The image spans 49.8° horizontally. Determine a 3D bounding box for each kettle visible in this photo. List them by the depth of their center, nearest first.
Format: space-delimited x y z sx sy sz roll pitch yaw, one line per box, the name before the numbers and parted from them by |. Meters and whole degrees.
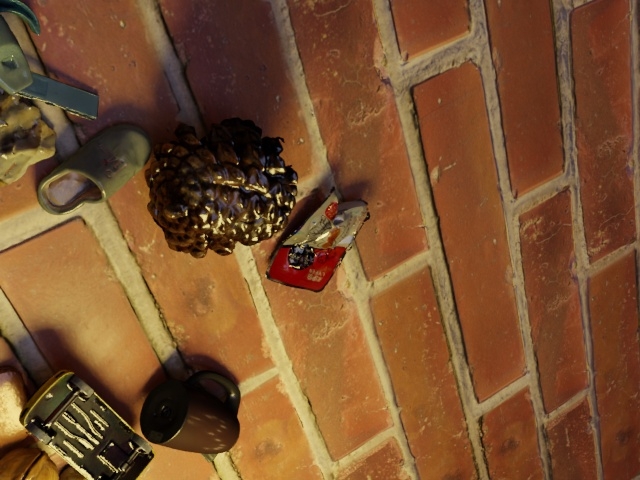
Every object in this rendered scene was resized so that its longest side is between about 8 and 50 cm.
kettle | -0.288 0.408 1.632 0.232 0.144 0.202 40 57 -50

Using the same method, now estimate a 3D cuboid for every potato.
potato | -0.556 0.566 1.573 0.096 0.103 0.066 -36 126 -12

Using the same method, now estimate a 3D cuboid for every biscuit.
biscuit | -0.707 0.368 1.446 0.186 0.036 0.192 -14 116 -21

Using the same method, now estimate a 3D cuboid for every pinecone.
pinecone | -0.190 -0.114 1.389 0.295 0.242 0.298 -6 134 -28

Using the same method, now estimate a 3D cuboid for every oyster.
oyster | -0.648 -0.166 1.206 0.354 0.107 0.201 -19 115 -20

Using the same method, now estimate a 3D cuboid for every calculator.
calculator | -0.492 -0.271 1.271 0.172 0.018 0.057 14 70 -40

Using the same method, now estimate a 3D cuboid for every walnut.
walnut | -0.642 0.531 1.493 0.144 0.144 0.180 14 112 -32

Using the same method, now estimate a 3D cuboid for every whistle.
whistle | -0.576 -0.375 1.147 0.186 0.093 0.274 -42 120 -30

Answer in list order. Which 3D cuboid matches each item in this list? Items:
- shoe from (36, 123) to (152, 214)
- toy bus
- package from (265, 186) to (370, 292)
shoe | -0.434 -0.130 1.339 0.251 0.100 0.103 -37 123 -7
toy bus | -0.514 0.415 1.493 0.145 0.151 0.331 -50 129 -26
package | 0.000 0.000 1.657 0.194 0.071 0.269 23 112 -31
